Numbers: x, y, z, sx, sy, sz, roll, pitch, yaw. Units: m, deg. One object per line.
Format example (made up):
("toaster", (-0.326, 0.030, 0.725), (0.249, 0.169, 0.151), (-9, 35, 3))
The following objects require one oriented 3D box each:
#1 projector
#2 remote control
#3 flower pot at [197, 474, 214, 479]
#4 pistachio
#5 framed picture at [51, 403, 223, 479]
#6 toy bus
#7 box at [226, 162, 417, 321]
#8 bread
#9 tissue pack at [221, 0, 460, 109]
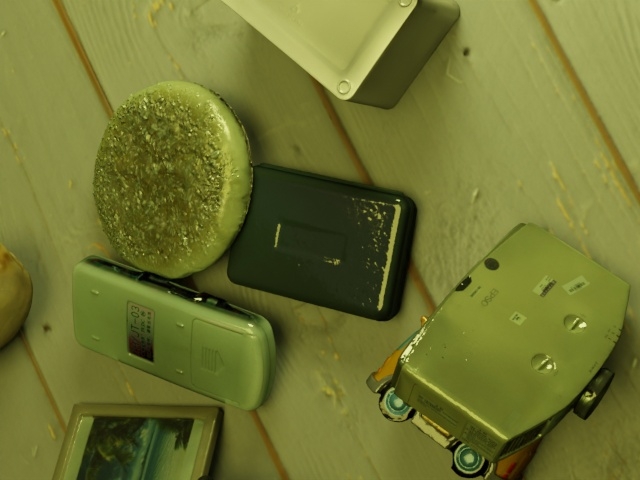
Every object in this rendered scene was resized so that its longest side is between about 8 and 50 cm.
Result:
("projector", (0.222, 0.118, 1.516), (0.193, 0.269, 0.088), (34, 145, 17))
("remote control", (-0.189, 0.116, 1.786), (0.296, 0.056, 0.140), (18, 124, 23))
("flower pot", (-0.067, 0.397, 1.691), (0.148, 0.235, 0.235), (-6, 90, 4))
("pistachio", (-0.471, 0.091, 1.887), (0.144, 0.144, 0.215), (40, 115, 18))
("framed picture", (-0.260, 0.356, 1.777), (0.232, 0.024, 0.315), (-3, 59, 25))
("toy bus", (0.168, 0.180, 1.606), (0.209, 0.126, 0.136), (36, 98, 20))
("box", (0.000, 0.000, 1.714), (0.230, 0.050, 0.160), (13, 98, 24))
("bread", (-0.197, -0.077, 1.782), (0.267, 0.040, 0.267), (1, 92, 37))
("tissue pack", (0.013, -0.288, 1.651), (0.246, 0.136, 0.159), (42, 108, 17))
